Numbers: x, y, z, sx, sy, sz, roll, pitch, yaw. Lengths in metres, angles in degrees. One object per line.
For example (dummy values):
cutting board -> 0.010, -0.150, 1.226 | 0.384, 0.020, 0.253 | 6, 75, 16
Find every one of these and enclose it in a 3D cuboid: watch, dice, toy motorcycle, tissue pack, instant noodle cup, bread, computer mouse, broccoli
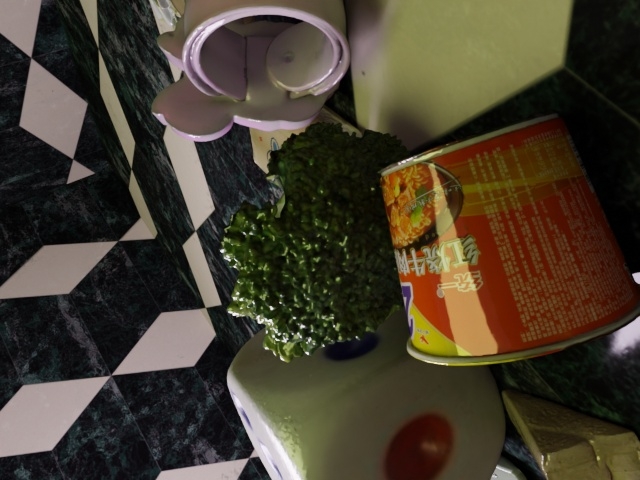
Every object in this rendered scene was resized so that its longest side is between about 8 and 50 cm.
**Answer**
watch -> -0.090, -0.253, 0.607 | 0.217, 0.249, 0.210 | 106, 162, -71
dice -> 0.058, 0.253, 0.762 | 0.304, 0.304, 0.276 | 10, 123, 63
toy motorcycle -> -0.296, -0.476, 0.973 | 0.228, 0.074, 0.151 | 55, 158, 10
tissue pack -> -0.029, -0.142, 0.782 | 0.196, 0.092, 0.148 | 45, 152, 33
instant noodle cup -> 0.155, -0.008, 0.455 | 0.213, 0.214, 0.174 | -12, 96, 65
bread -> 0.303, 0.236, 0.620 | 0.152, 0.105, 0.077 | -87, -25, -74
computer mouse -> 0.280, 0.356, 0.783 | 0.110, 0.032, 0.055 | 3, 120, 50
broccoli -> 0.013, 0.006, 0.597 | 0.235, 0.288, 0.259 | 49, 132, 30

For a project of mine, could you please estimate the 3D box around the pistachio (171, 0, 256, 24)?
pistachio -> -0.172, -0.402, 0.762 | 0.225, 0.136, 0.136 | 68, 156, 1
